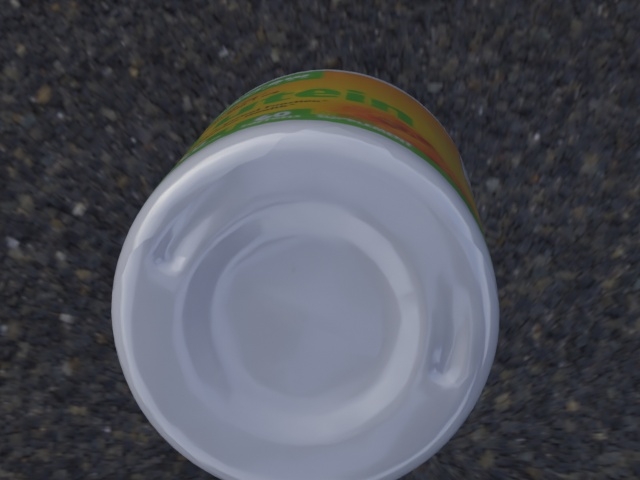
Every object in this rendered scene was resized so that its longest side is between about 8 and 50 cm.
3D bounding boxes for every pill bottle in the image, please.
[{"bbox_3d":[0.000,0.000,0.579,0.136,0.246,0.136,1,104,3],"label":"pill bottle"}]
